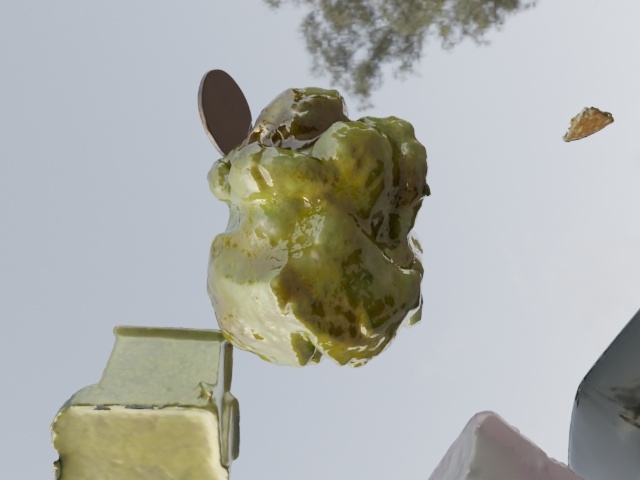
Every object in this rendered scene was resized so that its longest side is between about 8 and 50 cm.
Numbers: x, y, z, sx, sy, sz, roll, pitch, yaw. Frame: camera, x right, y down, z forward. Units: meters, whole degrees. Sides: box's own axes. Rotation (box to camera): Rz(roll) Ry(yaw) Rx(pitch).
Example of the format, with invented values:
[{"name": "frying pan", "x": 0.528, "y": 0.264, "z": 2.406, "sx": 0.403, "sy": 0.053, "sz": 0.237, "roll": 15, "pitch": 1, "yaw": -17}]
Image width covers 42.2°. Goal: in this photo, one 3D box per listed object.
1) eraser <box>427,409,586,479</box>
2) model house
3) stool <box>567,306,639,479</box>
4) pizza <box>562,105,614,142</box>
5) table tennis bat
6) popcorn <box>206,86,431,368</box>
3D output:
[{"name": "eraser", "x": 0.081, "y": 0.291, "z": 0.376, "sx": 0.122, "sy": 0.272, "sz": 0.359, "roll": -32, "pitch": -26, "yaw": -48}, {"name": "model house", "x": -0.254, "y": 0.278, "z": 1.291, "sx": 0.266, "sy": 0.261, "sz": 0.321, "roll": -87, "pitch": -1, "yaw": -58}, {"name": "stool", "x": 0.313, "y": 0.137, "z": 0.659, "sx": 0.232, "sy": 0.141, "sz": 0.232, "roll": -23, "pitch": -46, "yaw": -27}, {"name": "pizza", "x": 0.397, "y": -0.182, "z": 1.227, "sx": 0.083, "sy": 0.025, "sz": 0.078, "roll": -21, "pitch": -30, "yaw": -1}, {"name": "table tennis bat", "x": -0.093, "y": -0.123, "z": 0.937, "sx": 0.158, "sy": 0.014, "sz": 0.095, "roll": 54, "pitch": -144, "yaw": -44}, {"name": "popcorn", "x": -0.005, "y": -0.003, "z": 0.829, "sx": 0.276, "sy": 0.225, "sz": 0.277, "roll": -2, "pitch": -90, "yaw": -88}]
